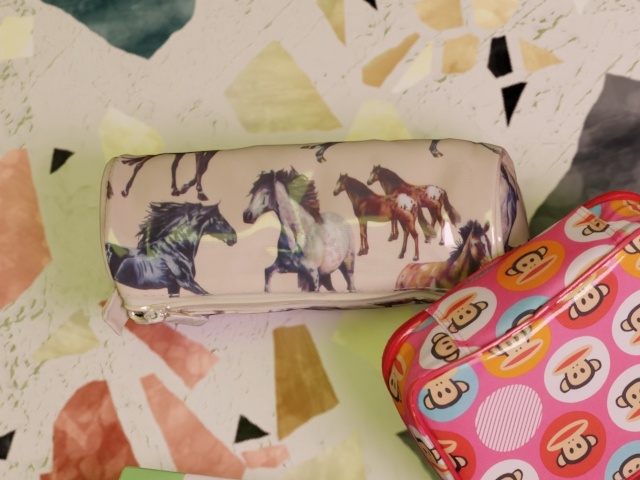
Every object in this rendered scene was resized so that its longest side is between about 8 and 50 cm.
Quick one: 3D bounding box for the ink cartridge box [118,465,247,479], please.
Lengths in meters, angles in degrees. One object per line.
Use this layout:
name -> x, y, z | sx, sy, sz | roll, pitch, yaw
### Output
ink cartridge box -> -0.064, 0.318, 1.587 | 0.273, 0.115, 0.198 | 4, 44, 14

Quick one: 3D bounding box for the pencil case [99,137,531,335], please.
pencil case -> 0.000, 0.000, 1.693 | 0.410, 0.160, 0.183 | -2, 69, 12

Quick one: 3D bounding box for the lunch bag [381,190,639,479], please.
lunch bag -> 0.225, 0.126, 1.578 | 0.293, 0.258, 0.120 | -33, 27, -4
